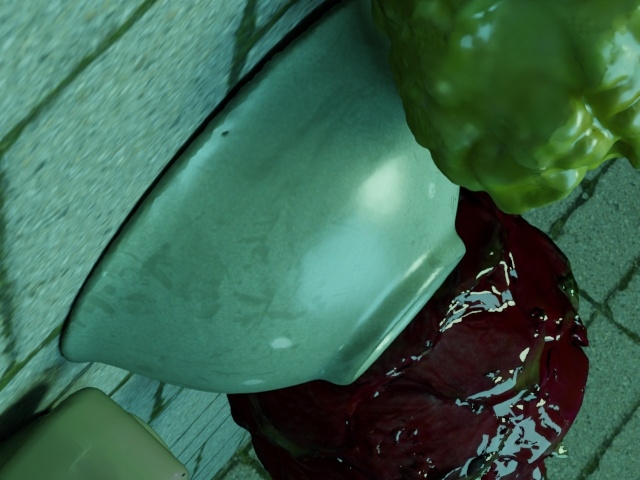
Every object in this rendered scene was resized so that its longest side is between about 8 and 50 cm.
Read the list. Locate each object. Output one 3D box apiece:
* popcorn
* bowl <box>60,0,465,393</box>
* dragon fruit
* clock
[{"bbox_3d":[0.115,-0.134,0.837,0.181,0.217,0.235,-21,174,-12],"label":"popcorn"},{"bbox_3d":[0.000,0.000,1.008,0.313,0.146,0.313,-50,174,-8],"label":"bowl"},{"bbox_3d":[0.068,0.089,1.357,0.329,0.329,0.329,-49,174,-7],"label":"dragon fruit"},{"bbox_3d":[-0.208,0.229,1.087,0.284,0.114,0.309,-50,175,-9],"label":"clock"}]
